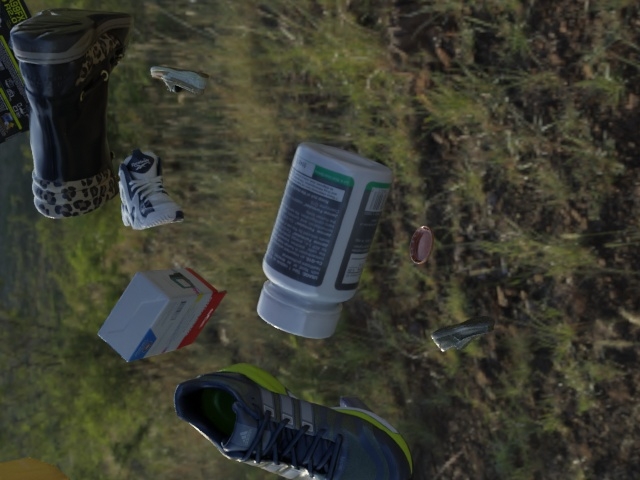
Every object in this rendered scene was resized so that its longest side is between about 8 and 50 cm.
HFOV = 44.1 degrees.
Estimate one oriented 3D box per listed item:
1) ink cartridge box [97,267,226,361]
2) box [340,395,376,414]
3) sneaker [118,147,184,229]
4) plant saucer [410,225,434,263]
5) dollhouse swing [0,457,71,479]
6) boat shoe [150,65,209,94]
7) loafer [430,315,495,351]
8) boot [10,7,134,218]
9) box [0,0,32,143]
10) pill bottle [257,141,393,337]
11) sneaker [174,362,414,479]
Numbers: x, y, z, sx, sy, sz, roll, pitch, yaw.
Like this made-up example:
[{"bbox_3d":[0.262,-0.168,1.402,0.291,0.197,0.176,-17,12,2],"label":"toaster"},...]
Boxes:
[{"bbox_3d":[-0.269,0.124,1.388,0.078,0.231,0.134,37,100,14],"label":"ink cartridge box"},{"bbox_3d":[0.062,0.337,1.284,0.225,0.036,0.137,158,112,-84],"label":"box"},{"bbox_3d":[-0.342,-0.106,1.557,0.235,0.094,0.153,-169,68,-67],"label":"sneaker"},{"bbox_3d":[0.222,0.010,1.715,0.083,0.013,0.084,-37,47,53],"label":"plant saucer"},{"bbox_3d":[-0.552,0.559,1.301,0.346,0.305,0.315,31,85,26],"label":"dollhouse swing"},{"bbox_3d":[-0.268,-0.298,1.479,0.135,0.050,0.045,16,100,35],"label":"boat shoe"},{"bbox_3d":[0.296,0.192,1.616,0.148,0.056,0.050,-20,94,42],"label":"loafer"},{"bbox_3d":[-0.386,-0.222,1.283,0.377,0.138,0.284,-96,8,-68],"label":"boot"},{"bbox_3d":[-0.608,-0.324,1.458,0.060,0.216,0.270,-1,119,43],"label":"box"},{"bbox_3d":[0.000,0.000,1.604,0.204,0.204,0.361,40,115,58],"label":"pill bottle"},{"bbox_3d":[-0.039,0.221,0.869,0.299,0.121,0.111,14,92,31],"label":"sneaker"}]
